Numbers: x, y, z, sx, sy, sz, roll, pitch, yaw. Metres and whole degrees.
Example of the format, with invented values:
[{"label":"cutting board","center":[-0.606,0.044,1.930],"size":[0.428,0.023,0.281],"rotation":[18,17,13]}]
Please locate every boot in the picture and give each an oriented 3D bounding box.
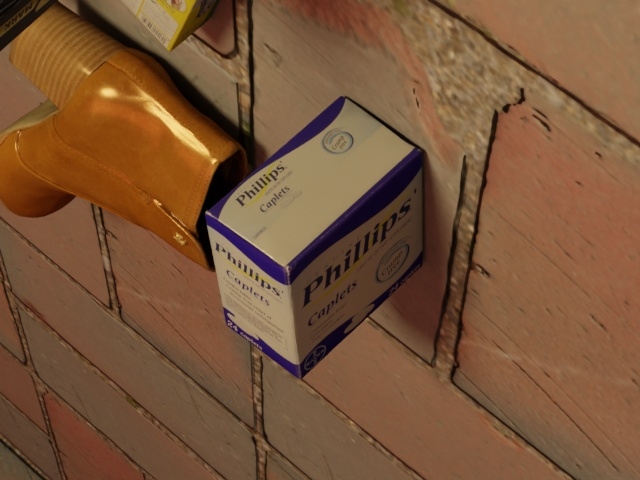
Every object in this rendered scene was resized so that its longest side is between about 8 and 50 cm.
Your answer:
[{"label":"boot","center":[-0.155,-0.041,1.363],"size":[0.211,0.104,0.295],"rotation":[42,153,12]}]

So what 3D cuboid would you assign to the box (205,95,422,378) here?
[{"label":"box","center":[0.000,0.000,1.132],"size":[0.072,0.126,0.137],"rotation":[37,156,25]}]

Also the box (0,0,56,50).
[{"label":"box","center":[-0.116,-0.205,0.863],"size":[0.059,0.232,0.183],"rotation":[41,157,7]}]

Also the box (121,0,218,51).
[{"label":"box","center":[-0.099,-0.198,1.090],"size":[0.105,0.043,0.179],"rotation":[47,160,0]}]
